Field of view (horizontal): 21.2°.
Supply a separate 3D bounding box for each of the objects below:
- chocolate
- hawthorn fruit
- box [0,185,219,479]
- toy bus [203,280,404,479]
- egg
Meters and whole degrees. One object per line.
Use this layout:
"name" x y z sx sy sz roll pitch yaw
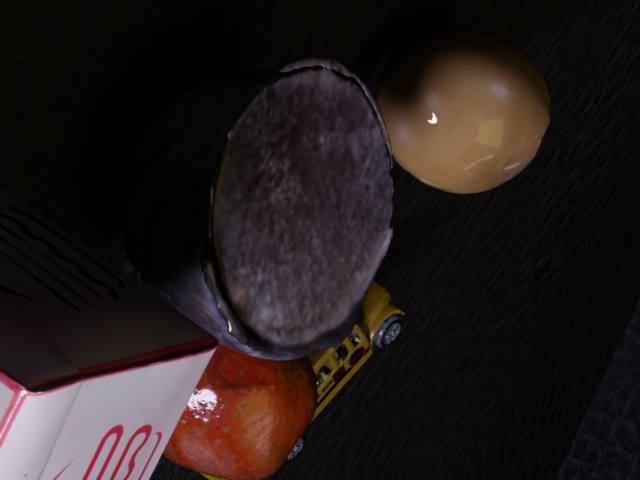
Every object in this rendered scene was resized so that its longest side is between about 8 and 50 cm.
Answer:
"chocolate" -0.090 -0.040 1.710 0.303 0.213 0.303 -12 105 -51
"hawthorn fruit" -0.117 0.150 1.926 0.210 0.210 0.262 -48 149 -17
"box" -0.321 0.140 1.384 0.300 0.314 0.312 -10 130 -63
"toy bus" -0.040 0.171 2.206 0.335 0.121 0.123 -47 148 -15
"egg" 0.167 -0.159 2.065 0.244 0.201 0.201 18 105 -54
